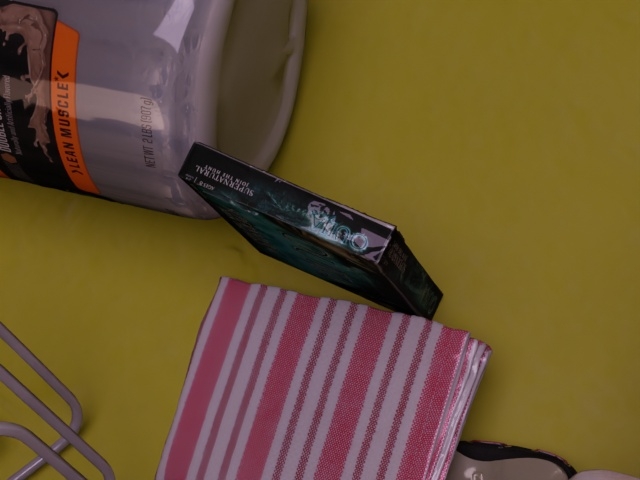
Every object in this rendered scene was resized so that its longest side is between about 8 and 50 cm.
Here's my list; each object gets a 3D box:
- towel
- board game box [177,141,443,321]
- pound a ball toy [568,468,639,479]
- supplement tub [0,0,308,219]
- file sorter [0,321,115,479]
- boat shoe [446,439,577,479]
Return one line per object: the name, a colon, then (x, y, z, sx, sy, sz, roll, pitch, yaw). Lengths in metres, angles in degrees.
towel: (-0.002, 0.107, 0.979, 0.197, 0.029, 0.144, 12, 76, 30)
board game box: (0.000, 0.000, 0.938, 0.126, 0.186, 0.026, 24, 83, 17)
pound a ball toy: (0.136, 0.223, 0.800, 0.136, 0.208, 0.319, 14, 54, 15)
supplement tub: (-0.193, -0.143, 1.008, 0.338, 0.207, 0.207, 12, 78, 16)
file sorter: (-0.192, 0.188, 0.873, 0.173, 0.193, 0.277, -37, 45, -1)
boat shoe: (0.091, 0.145, 0.958, 0.133, 0.042, 0.048, 3, 85, 25)
